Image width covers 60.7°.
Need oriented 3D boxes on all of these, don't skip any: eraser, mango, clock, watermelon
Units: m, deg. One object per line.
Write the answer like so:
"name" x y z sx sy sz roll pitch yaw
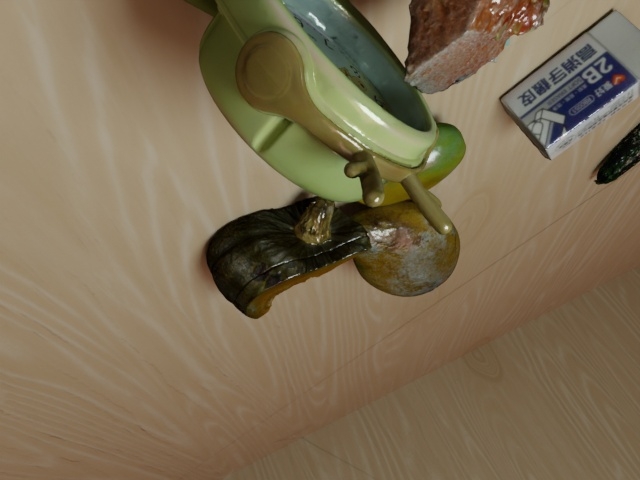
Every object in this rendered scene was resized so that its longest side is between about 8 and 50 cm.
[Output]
"eraser" 0.408 -0.240 0.854 0.210 0.124 0.068 -38 151 16
"mango" 0.145 0.008 1.000 0.192 0.146 0.316 -39 143 20
"clock" 0.001 -0.130 0.472 0.096 0.308 0.235 -41 149 26
"mango" 0.136 -0.116 0.860 0.191 0.086 0.122 -28 164 20
"watermelon" 0.147 -0.246 0.487 0.193 0.139 0.257 20 87 -55

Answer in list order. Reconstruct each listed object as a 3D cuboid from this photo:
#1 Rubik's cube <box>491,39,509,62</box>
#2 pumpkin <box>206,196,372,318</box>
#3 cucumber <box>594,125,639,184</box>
"Rubik's cube" 0.205 -0.260 0.691 0.073 0.084 0.075 -24 167 -2
"pumpkin" -0.063 0.017 0.841 0.248 0.131 0.126 -37 150 10
"cucumber" 0.729 -0.228 1.226 0.067 0.068 0.293 -2 143 -40
